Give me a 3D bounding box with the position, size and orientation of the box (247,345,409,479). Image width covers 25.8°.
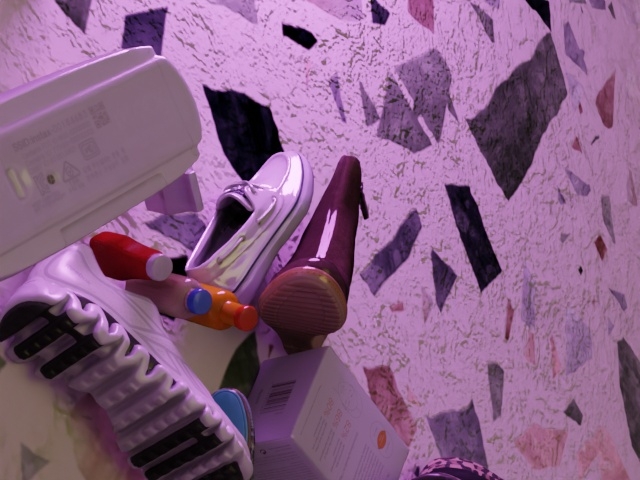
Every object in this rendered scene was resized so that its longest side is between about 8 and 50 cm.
[{"bbox_3d":[0.000,0.219,1.459,0.170,0.091,0.130,54,38,-27],"label":"box"}]

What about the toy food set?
[{"bbox_3d":[-0.142,-0.011,1.291,0.111,0.104,0.232,-28,117,-36],"label":"toy food set"}]

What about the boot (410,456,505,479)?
[{"bbox_3d":[0.225,0.387,1.523,0.377,0.138,0.284,44,3,4],"label":"boot"}]

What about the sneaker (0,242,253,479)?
[{"bbox_3d":[-0.158,0.118,1.263,0.292,0.110,0.118,50,28,-26],"label":"sneaker"}]

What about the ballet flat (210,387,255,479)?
[{"bbox_3d":[-0.093,0.240,1.358,0.070,0.070,0.188,31,55,-46],"label":"ballet flat"}]

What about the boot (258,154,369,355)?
[{"bbox_3d":[0.000,0.000,1.460,0.248,0.090,0.207,99,5,-70],"label":"boot"}]

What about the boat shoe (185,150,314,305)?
[{"bbox_3d":[-0.072,-0.027,1.462,0.076,0.083,0.226,52,41,-31],"label":"boat shoe"}]

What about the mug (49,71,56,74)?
[{"bbox_3d":[-0.228,-0.115,1.309,0.064,0.078,0.062,-51,152,-41],"label":"mug"}]

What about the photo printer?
[{"bbox_3d":[-0.268,-0.025,0.977,0.256,0.307,0.107,-37,107,-51],"label":"photo printer"}]
